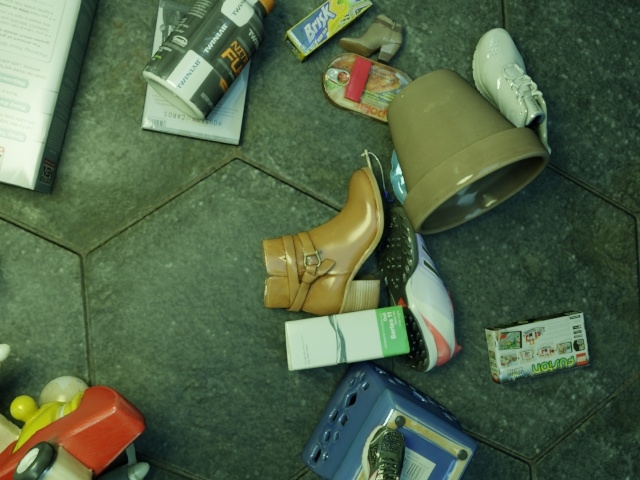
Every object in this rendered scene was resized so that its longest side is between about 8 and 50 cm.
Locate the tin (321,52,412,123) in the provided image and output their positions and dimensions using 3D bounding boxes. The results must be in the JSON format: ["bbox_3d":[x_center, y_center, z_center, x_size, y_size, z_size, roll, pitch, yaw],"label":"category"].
[{"bbox_3d":[0.093,-0.292,1.165,0.189,0.040,0.106,18,83,-11],"label":"tin"}]

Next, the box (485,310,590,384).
[{"bbox_3d":[0.449,0.219,1.238,0.206,0.036,0.114,-9,92,-11],"label":"box"}]

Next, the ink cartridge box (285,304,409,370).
[{"bbox_3d":[0.040,0.177,1.082,0.208,0.153,0.087,-8,80,-5],"label":"ink cartridge box"}]

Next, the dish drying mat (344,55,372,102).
[{"bbox_3d":[0.071,-0.305,1.139,0.032,0.008,0.083,19,86,-11],"label":"dish drying mat"}]

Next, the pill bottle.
[{"bbox_3d":[-0.182,-0.340,1.030,0.130,0.130,0.246,36,83,-9],"label":"pill bottle"}]

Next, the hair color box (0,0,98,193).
[{"bbox_3d":[-0.515,-0.283,1.002,0.185,0.113,0.375,13,87,-11],"label":"hair color box"}]

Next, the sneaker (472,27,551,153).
[{"bbox_3d":[0.390,-0.278,1.178,0.111,0.129,0.297,-19,93,-9],"label":"sneaker"}]

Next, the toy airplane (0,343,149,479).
[{"bbox_3d":[-0.464,0.344,0.967,0.384,0.272,0.386,10,125,-1],"label":"toy airplane"}]

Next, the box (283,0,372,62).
[{"bbox_3d":[0.013,-0.414,1.139,0.169,0.054,0.059,-40,97,-8],"label":"box"}]

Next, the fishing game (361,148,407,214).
[{"bbox_3d":[0.227,-0.137,1.192,0.264,0.041,0.189,-20,94,-3],"label":"fishing game"}]

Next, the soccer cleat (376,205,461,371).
[{"bbox_3d":[0.194,0.088,1.164,0.116,0.108,0.318,-12,90,-33],"label":"soccer cleat"}]

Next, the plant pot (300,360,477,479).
[{"bbox_3d":[0.127,0.381,1.085,0.236,0.212,0.236,32,85,-10],"label":"plant pot"}]

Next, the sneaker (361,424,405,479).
[{"bbox_3d":[0.102,0.383,0.932,0.071,0.077,0.178,10,88,-13],"label":"sneaker"}]

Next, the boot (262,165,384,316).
[{"bbox_3d":[0.000,0.000,1.124,0.220,0.109,0.284,2,97,-8],"label":"boot"}]

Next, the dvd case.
[{"bbox_3d":[-0.222,-0.307,1.104,0.179,0.029,0.239,8,89,-12],"label":"dvd case"}]

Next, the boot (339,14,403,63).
[{"bbox_3d":[0.103,-0.398,1.168,0.118,0.042,0.087,20,80,-12],"label":"boot"}]

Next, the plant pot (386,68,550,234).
[{"bbox_3d":[0.234,-0.170,1.072,0.263,0.263,0.229,-23,72,-11],"label":"plant pot"}]
